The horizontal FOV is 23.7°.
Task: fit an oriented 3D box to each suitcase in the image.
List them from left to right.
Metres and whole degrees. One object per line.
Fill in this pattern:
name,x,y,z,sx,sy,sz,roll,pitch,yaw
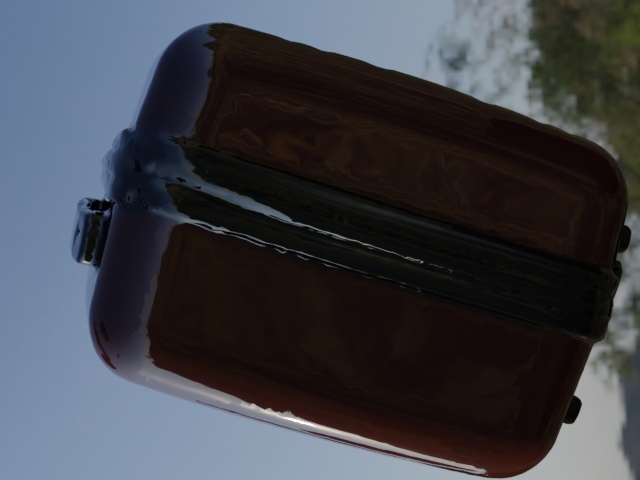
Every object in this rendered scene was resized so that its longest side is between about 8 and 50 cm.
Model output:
suitcase,0.000,0.000,0.748,0.297,0.236,0.161,-152,78,-81
